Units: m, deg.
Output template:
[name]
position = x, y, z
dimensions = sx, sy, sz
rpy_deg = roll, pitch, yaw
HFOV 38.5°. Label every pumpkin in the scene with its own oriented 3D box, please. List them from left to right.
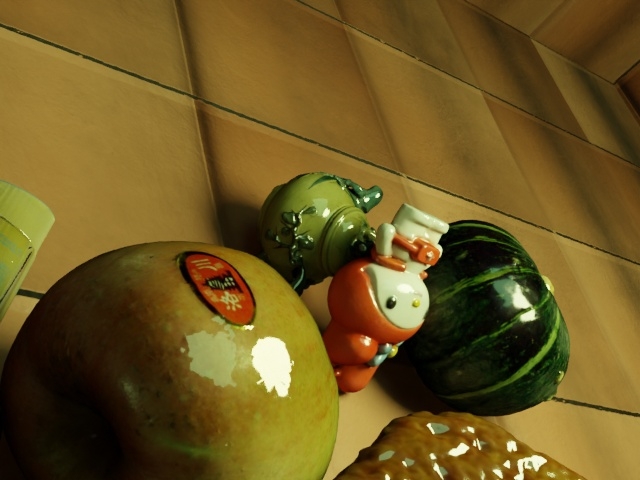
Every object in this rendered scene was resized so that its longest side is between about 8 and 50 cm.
[pumpkin]
position = 0.260, 0.125, 1.464
dimensions = 0.323, 0.241, 0.323
rpy_deg = 50, 19, -25

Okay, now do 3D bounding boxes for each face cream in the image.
[face cream]
position = -0.406, 0.027, 1.030
dimensions = 0.139, 0.067, 0.285
rpy_deg = 34, 35, -18

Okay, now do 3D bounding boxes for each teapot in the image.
[teapot]
position = 0.000, 0.000, 1.392
dimensions = 0.183, 0.173, 0.269
rpy_deg = 20, 53, 31

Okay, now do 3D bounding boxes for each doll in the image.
[doll]
position = 0.083, 0.088, 1.310
dimensions = 0.161, 0.290, 0.130
rpy_deg = 19, 12, -48

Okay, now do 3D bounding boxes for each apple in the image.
[apple]
position = -0.134, 0.159, 0.939
dimensions = 0.305, 0.338, 0.338
rpy_deg = -18, 68, -52

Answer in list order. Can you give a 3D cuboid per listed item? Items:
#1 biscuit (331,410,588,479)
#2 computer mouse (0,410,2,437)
[biscuit]
position = 0.133, 0.348, 0.879
dimensions = 0.343, 0.166, 0.395
rpy_deg = 33, 35, 19
[computer mouse]
position = -0.411, 0.152, 0.836
dimensions = 0.233, 0.137, 0.096
rpy_deg = 26, 21, -25
